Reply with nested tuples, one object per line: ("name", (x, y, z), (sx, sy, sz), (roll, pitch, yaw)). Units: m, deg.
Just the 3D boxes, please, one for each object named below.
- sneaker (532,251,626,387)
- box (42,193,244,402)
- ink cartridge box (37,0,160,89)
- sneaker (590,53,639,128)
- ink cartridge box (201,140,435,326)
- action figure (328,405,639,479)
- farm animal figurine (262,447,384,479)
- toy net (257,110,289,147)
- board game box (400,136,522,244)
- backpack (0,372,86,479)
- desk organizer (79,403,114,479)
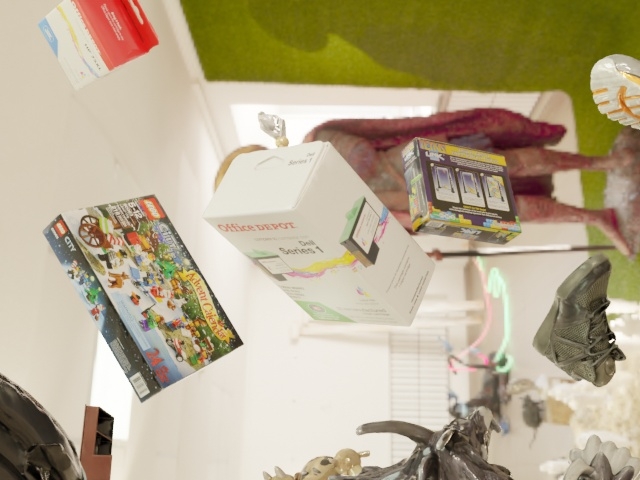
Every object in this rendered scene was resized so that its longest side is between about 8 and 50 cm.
("sneaker", (0.397, 0.123, 1.042), (0.130, 0.087, 0.227), (47, 145, 34))
("box", (-0.209, 0.061, 0.873), (0.233, 0.044, 0.159), (58, -149, 5))
("ink cartridge box", (-0.378, -0.351, 1.216), (0.231, 0.078, 0.134), (-4, 118, 52))
("sneaker", (0.364, -0.151, 0.726), (0.084, 0.215, 0.083), (15, 91, 67))
("ink cartridge box", (0.000, 0.000, 1.028), (0.278, 0.201, 0.117), (45, -121, -33))
("action figure", (0.110, 0.185, 0.447), (0.141, 0.164, 0.275), (-53, -53, -47))
("farm animal figurine", (-0.007, 0.435, 1.194), (0.327, 0.331, 0.172), (18, -132, -81))
("toy net", (-0.049, -0.173, 1.456), (0.122, 0.045, 0.232), (-7, -114, -62))
("board game box", (0.212, -0.073, 1.091), (0.048, 0.170, 0.141), (-46, 43, 52))
("backpack", (-0.346, 0.169, 0.519), (0.273, 0.356, 0.290), (-62, 18, 8))
("desk organizer", (-0.358, 0.332, 1.149), (0.047, 0.050, 0.130), (116, 155, -48))
